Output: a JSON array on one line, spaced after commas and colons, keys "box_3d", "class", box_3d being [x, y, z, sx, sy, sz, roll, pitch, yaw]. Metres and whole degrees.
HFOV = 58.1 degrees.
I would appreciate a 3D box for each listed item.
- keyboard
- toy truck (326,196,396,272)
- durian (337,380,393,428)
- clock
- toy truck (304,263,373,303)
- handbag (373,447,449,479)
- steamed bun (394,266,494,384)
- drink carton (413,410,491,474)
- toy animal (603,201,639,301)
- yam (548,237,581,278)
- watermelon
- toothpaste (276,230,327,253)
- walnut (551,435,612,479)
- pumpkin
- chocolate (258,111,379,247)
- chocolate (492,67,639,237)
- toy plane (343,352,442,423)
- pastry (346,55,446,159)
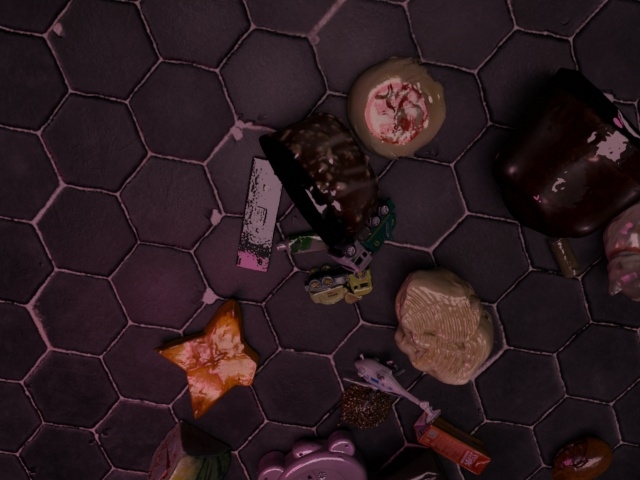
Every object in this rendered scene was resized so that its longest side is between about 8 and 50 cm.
[{"box_3d": [-0.161, -0.069, 1.595, 0.106, 0.027, 0.317, 12, 104, -1], "class": "keyboard"}, {"box_3d": [0.123, -0.014, 1.553, 0.116, 0.110, 0.216, 45, 75, -30], "class": "toy truck"}, {"box_3d": [0.129, 0.510, 1.720, 0.188, 0.091, 0.148, -33, 103, 9], "class": "durian"}, {"box_3d": [-0.003, 0.743, 1.770, 0.322, 0.113, 0.295, -28, 103, 4], "class": "clock"}, {"box_3d": [0.056, 0.126, 1.621, 0.191, 0.085, 0.116, -15, 114, 4], "class": "toy truck"}, {"box_3d": [0.271, 0.769, 1.728, 0.257, 0.113, 0.285, -27, 127, -6], "class": "handbag"}, {"box_3d": [0.334, 0.216, 1.596, 0.289, 0.203, 0.276, 33, 111, 5], "class": "steamed bun"}, {"box_3d": [0.398, 0.611, 1.748, 0.223, 0.096, 0.071, 31, 102, -9], "class": "drink carton"}, {"box_3d": [0.861, 0.006, 1.515, 0.308, 0.188, 0.266, -41, 68, 46], "class": "toy animal"}, {"box_3d": [0.689, 0.045, 1.627, 0.054, 0.054, 0.132, -28, 102, 6], "class": "yam"}, {"box_3d": [-0.410, 0.687, 1.749, 0.262, 0.201, 0.213, 21, 107, -51], "class": "watermelon"}, {"box_3d": [0.000, 0.000, 1.607, 0.248, 0.047, 0.078, -8, 98, -2], "class": "toothpaste"}, {"box_3d": [0.799, 0.680, 1.773, 0.207, 0.116, 0.116, -40, 102, 16], "class": "walnut"}, {"box_3d": [-0.301, 0.339, 1.666, 0.290, 0.095, 0.258, -31, 99, 3], "class": "pumpkin"}, {"box_3d": [0.020, -0.175, 1.460, 0.210, 0.225, 0.340, -33, 86, -13], "class": "chocolate"}, {"box_3d": [0.601, -0.187, 1.437, 0.383, 0.383, 0.331, 44, 113, -11], "class": "chocolate"}, {"box_3d": [0.201, 0.417, 1.636, 0.182, 0.273, 0.107, -20, 125, -22], "class": "toy plane"}, {"box_3d": [0.194, -0.338, 1.479, 0.265, 0.133, 0.264, -1, 103, -5], "class": "pastry"}]
